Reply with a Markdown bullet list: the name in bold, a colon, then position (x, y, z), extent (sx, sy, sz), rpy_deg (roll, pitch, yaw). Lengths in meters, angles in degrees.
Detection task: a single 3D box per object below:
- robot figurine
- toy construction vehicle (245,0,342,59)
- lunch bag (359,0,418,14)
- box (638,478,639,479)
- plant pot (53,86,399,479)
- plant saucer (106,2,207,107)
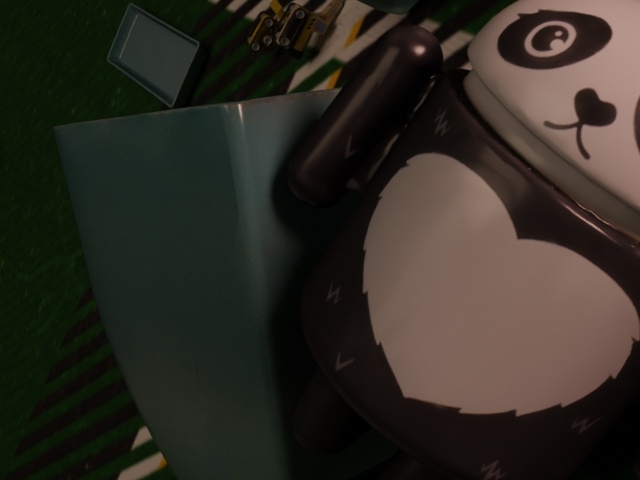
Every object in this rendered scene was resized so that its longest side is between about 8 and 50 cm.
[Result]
- **robot figurine**: position (0.098, 0.012, 0.587), extent (0.278, 0.209, 0.173), rpy_deg (-56, 25, 22)
- **toy construction vehicle**: position (-0.017, -0.187, 0.970), extent (0.098, 0.035, 0.086), rpy_deg (-60, 25, 12)
- **lunch bag**: position (0.067, -0.302, 0.761), extent (0.262, 0.160, 0.223), rpy_deg (151, 128, -63)
- **box**: position (0.148, 0.241, 0.518), extent (0.231, 0.056, 0.183), rpy_deg (-57, 38, 19)
- **plant pot**: position (-0.034, 0.030, 0.736), extent (0.165, 0.165, 0.234), rpy_deg (0, 101, 43)
- **plant saucer**: position (-0.163, -0.184, 1.178), extent (0.192, 0.018, 0.067), rpy_deg (37, 105, 53)
